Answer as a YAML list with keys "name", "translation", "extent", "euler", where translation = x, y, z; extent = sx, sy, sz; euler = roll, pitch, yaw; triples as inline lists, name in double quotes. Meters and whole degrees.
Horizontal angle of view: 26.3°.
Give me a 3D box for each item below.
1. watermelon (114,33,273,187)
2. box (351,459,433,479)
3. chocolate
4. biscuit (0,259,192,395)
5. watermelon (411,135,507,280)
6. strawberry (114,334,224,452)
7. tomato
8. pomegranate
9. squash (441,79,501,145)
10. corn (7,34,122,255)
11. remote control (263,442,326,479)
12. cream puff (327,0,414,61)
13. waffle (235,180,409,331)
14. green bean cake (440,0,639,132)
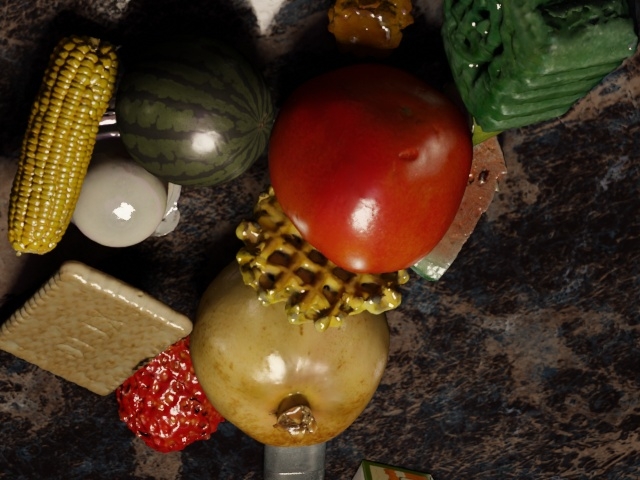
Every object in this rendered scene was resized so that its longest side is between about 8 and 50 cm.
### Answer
- name: "watermelon"
  translation: [-0.170, -0.173, 1.833]
  extent: [0.212, 0.212, 0.212]
  euler: [-4, 125, -5]
- name: "box"
  translation: [0.112, 0.520, 2.379]
  extent: [0.148, 0.177, 0.195]
  euler: [15, 122, -18]
- name: "chocolate"
  translation: [-0.284, -0.058, 1.938]
  extent: [0.221, 0.147, 0.221]
  euler: [-6, 128, -8]
- name: "biscuit"
  translation: [-0.344, 0.133, 2.049]
  extent: [0.217, 0.044, 0.325]
  euler: [29, 144, -17]
- name: "watermelon"
  translation: [0.193, -0.062, 2.021]
  extent: [0.094, 0.154, 0.241]
  euler: [35, 100, -27]
- name: "strawberry"
  translation: [-0.242, 0.245, 2.180]
  extent: [0.190, 0.111, 0.236]
  euler: [-10, 125, 2]
- name: "tomato"
  translation: [0.070, -0.110, 1.851]
  extent: [0.298, 0.298, 0.226]
  euler: [11, 150, -15]
- name: "pomegranate"
  translation: [-0.042, 0.161, 2.017]
  extent: [0.319, 0.319, 0.319]
  euler: [-4, 125, -5]
- name: "squash"
  translation: [0.247, -0.189, 1.962]
  extent: [0.132, 0.105, 0.105]
  euler: [-12, 128, -20]
- name: "corn"
  translation: [-0.350, -0.125, 1.837]
  extent: [0.102, 0.102, 0.313]
  euler: [16, 89, -18]
- name: "remote control"
  translation: [-0.044, 0.367, 2.333]
  extent: [0.107, 0.044, 0.377]
  euler: [1, 125, -2]
- name: "cream puff"
  translation: [0.067, -0.304, 1.848]
  extent: [0.116, 0.094, 0.122]
  euler: [36, 137, -24]
- name: "waffle"
  translation: [0.001, -0.002, 1.930]
  extent: [0.262, 0.280, 0.060]
  euler: [-4, 150, -28]
- name: "green bean cake"
  translation: [0.254, -0.321, 1.767]
  extent: [0.169, 0.300, 0.308]
  euler: [-12, 168, -14]
